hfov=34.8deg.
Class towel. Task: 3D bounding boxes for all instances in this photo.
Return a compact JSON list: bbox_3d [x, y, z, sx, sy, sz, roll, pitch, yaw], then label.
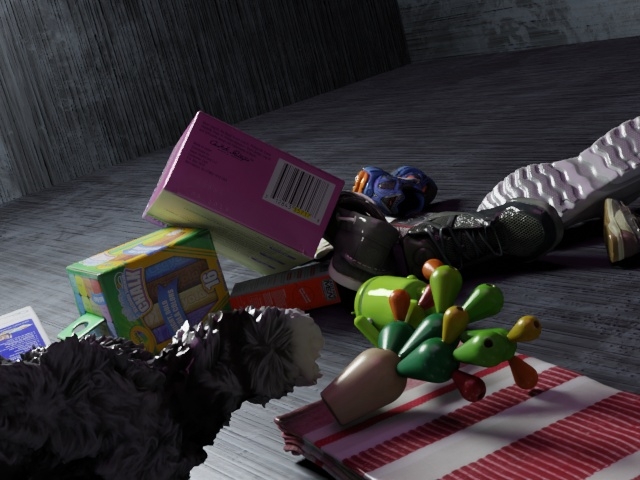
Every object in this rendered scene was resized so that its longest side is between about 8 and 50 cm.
[{"bbox_3d":[0.136,0.163,0.838,0.237,0.037,0.329,-19,16,-25],"label":"towel"}]

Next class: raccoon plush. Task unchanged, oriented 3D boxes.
[{"bbox_3d":[-0.236,0.184,0.872,0.299,0.216,0.446,-8,-2,40],"label":"raccoon plush"}]

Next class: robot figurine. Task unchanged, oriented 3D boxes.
[{"bbox_3d":[0.085,0.074,1.155,0.101,0.067,0.115,-38,24,-30],"label":"robot figurine"}]

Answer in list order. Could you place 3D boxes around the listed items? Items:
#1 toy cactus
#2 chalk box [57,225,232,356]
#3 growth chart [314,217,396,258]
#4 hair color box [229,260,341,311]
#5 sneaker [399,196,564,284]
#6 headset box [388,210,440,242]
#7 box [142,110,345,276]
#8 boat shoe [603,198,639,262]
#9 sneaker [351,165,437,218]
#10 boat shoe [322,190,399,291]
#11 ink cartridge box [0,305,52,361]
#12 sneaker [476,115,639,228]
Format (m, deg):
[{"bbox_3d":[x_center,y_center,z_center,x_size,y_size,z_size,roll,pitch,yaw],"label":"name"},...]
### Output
[{"bbox_3d":[0.086,0.102,0.889,0.180,0.112,0.219,-33,21,-8],"label":"toy cactus"},{"bbox_3d":[-0.245,0.077,1.348,0.213,0.132,0.132,-23,16,-31],"label":"chalk box"},{"bbox_3d":[0.000,0.000,1.621,0.237,0.021,0.172,-20,16,-19],"label":"growth chart"},{"bbox_3d":[-0.045,0.069,1.355,0.141,0.043,0.072,-14,13,6],"label":"hair color box"},{"bbox_3d":[0.190,0.006,1.283,0.227,0.087,0.130,-4,19,47],"label":"sneaker"},{"bbox_3d":[0.148,-0.018,1.519,0.062,0.032,0.083,-22,15,-28],"label":"headset box"},{"bbox_3d":[-0.113,-0.054,1.404,0.214,0.117,0.243,25,-14,-11],"label":"box"},{"bbox_3d":[0.370,-0.012,1.241,0.049,0.056,0.152,-2,23,13],"label":"boat shoe"},{"bbox_3d":[0.131,-0.066,1.615,0.087,0.083,0.221,30,21,26],"label":"sneaker"},{"bbox_3d":[0.059,-0.020,1.406,0.112,0.095,0.335,20,14,-9],"label":"boat shoe"},{"bbox_3d":[-0.425,0.169,1.319,0.165,0.065,0.333,-19,13,-17],"label":"ink cartridge box"},{"bbox_3d":[0.345,-0.052,1.361,0.281,0.115,0.105,-24,51,14],"label":"sneaker"}]
